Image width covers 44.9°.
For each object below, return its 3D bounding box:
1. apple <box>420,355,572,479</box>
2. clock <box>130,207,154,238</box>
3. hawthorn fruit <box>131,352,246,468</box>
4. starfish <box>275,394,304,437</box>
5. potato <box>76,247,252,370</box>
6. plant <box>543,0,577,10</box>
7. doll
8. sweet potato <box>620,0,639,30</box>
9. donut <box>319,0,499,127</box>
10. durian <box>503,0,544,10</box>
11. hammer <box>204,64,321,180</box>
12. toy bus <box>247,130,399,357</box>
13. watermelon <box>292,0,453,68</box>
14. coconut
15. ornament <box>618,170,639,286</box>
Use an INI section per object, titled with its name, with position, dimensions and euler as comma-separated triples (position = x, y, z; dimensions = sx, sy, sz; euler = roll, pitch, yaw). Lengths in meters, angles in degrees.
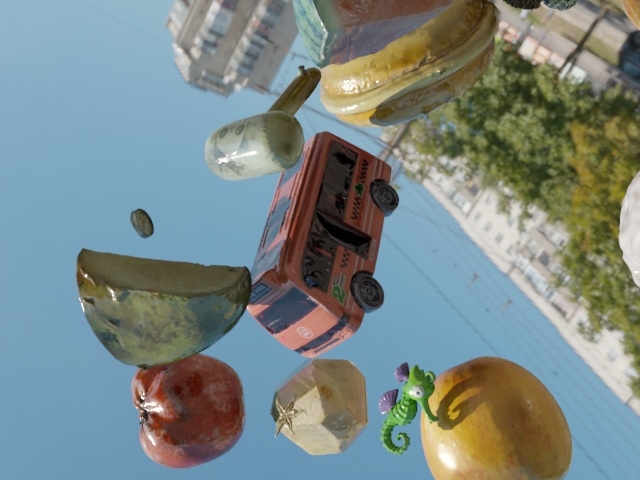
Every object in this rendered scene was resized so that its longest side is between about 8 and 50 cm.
[apple]
position = 0.342, 0.377, 1.538
dimensions = 0.299, 0.299, 0.275
euler = 5, -121, -50
[clock]
position = -0.477, -0.046, 2.075
dimensions = 0.085, 0.017, 0.085
euler = 54, -159, -33
[hawthorn fruit]
position = -0.315, 0.397, 1.834
dimensions = 0.284, 0.284, 0.284
euler = 26, -160, -11
[starfish]
position = -0.070, 0.351, 1.553
dimensions = 0.016, 0.086, 0.092
euler = 36, -168, -47
[potato]
position = -0.241, 0.110, 1.300
dimensions = 0.112, 0.255, 0.269
euler = -89, -21, -47
[plant]
position = 0.409, -0.461, 1.335
dimensions = 0.104, 0.116, 0.122
euler = 21, -162, -17
[doll]
position = 0.161, 0.312, 1.431
dimensions = 0.050, 0.190, 0.115
euler = 1, -145, -44
[sweet potato]
position = 0.597, -0.543, 1.524
dimensions = 0.109, 0.109, 0.385
euler = 18, -124, -31
[donut]
position = 0.194, -0.421, 1.758
dimensions = 0.198, 0.449, 0.449
euler = 58, -174, -29
[durian]
position = 0.420, -0.579, 1.659
dimensions = 0.188, 0.091, 0.148
euler = 28, -124, 10
[hammer]
position = -0.075, -0.236, 1.451
dimensions = 0.113, 0.202, 0.305
euler = 56, -130, -30
[toy bus]
position = 0.000, 0.000, 1.544
dimensions = 0.233, 0.203, 0.427
euler = 30, -131, -20
[watermelon]
position = 0.062, -0.467, 1.356
dimensions = 0.250, 0.292, 0.283
euler = 43, -140, -56
[coconut]
position = 0.013, 0.376, 1.785
dimensions = 0.237, 0.237, 0.197
euler = 44, -178, 34
[ornament]
position = 0.640, -0.028, 1.221
dimensions = 0.337, 0.337, 0.337
euler = 26, -160, -11
